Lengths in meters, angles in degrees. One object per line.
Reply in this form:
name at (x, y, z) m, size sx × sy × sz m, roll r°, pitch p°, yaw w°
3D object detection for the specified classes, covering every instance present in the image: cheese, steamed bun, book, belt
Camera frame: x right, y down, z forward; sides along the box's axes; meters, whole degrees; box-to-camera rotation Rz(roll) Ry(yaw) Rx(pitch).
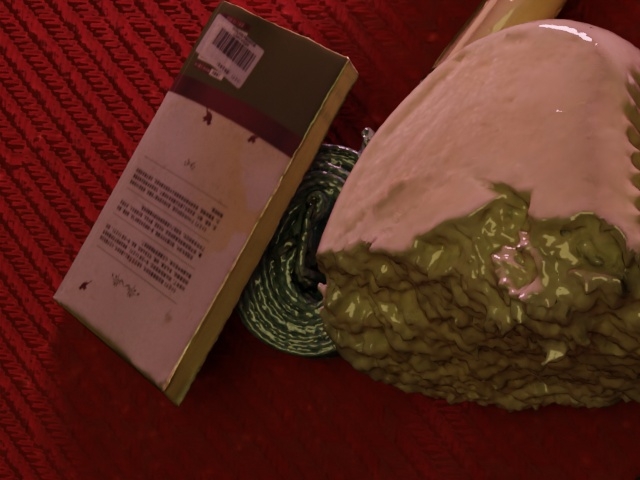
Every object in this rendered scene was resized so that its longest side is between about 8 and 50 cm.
cheese at (0.162, -0.192, 1.303) m, size 0.050 × 0.127 × 0.255 m, roll 37°, pitch 109°, yaw -2°
steamed bun at (0.137, 0.004, 1.231) m, size 0.272 × 0.290 × 0.273 m, roll -9°, pitch 62°, yaw 20°
book at (-0.095, -0.039, 1.381) m, size 0.201 × 0.026 × 0.289 m, roll 33°, pitch 95°, yaw 49°
belt at (-0.001, 0.009, 1.369) m, size 0.148 × 0.082 × 0.163 m, roll -15°, pitch 80°, yaw 10°

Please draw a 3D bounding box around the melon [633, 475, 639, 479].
melon at (0.254, 0.211, 1.260) m, size 0.162 × 0.099 × 0.099 m, roll -36°, pitch 75°, yaw 8°
